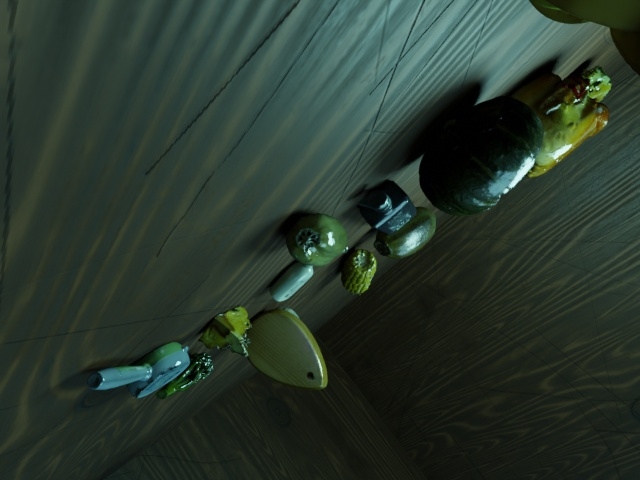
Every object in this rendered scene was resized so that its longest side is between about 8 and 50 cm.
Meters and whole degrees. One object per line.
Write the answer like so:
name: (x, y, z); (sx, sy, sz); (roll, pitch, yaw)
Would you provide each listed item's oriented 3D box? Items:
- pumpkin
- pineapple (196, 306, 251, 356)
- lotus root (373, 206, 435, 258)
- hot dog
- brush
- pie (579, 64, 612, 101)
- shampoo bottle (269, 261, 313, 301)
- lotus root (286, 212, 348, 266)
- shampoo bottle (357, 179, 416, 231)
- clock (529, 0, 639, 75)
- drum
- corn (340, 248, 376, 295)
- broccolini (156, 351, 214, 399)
pumpkin: (0.286, -0.158, 0.779); (0.237, 0.159, 0.238); (-54, -178, 3)
pineapple: (-0.181, 0.189, 0.856); (0.114, 0.114, 0.077); (-37, 150, -29)
lotus root: (0.261, -0.026, 1.263); (0.241, 0.123, 0.123); (-31, -179, -40)
hot dog: (0.578, -0.296, 1.064); (0.223, 0.185, 0.405); (-42, 167, 20)
brush: (-0.082, 0.309, 1.165); (0.174, 0.267, 0.166); (-48, 167, -3)
pie: (0.805, -0.439, 1.405); (0.289, 0.102, 0.355); (-34, 170, 7)
shampoo bottle: (-0.049, 0.074, 0.921); (0.152, 0.045, 0.077); (-45, 164, 34)
lotus root: (-0.001, -0.001, 0.713); (0.090, 0.077, 0.183); (-35, 166, 15)
shampoo bottle: (0.151, -0.068, 0.922); (0.098, 0.071, 0.309); (-40, 168, 11)
clock: (0.334, -0.228, 0.319); (0.244, 0.317, 0.200); (-35, 160, -16)
drum: (-0.293, 0.216, 0.721); (0.130, 0.049, 0.253); (-34, 167, -19)
corn: (0.123, 0.101, 1.379); (0.115, 0.115, 0.317); (-36, 165, -13)
broccolini: (-0.299, 0.305, 0.905); (0.202, 0.091, 0.068); (-43, 139, -77)
